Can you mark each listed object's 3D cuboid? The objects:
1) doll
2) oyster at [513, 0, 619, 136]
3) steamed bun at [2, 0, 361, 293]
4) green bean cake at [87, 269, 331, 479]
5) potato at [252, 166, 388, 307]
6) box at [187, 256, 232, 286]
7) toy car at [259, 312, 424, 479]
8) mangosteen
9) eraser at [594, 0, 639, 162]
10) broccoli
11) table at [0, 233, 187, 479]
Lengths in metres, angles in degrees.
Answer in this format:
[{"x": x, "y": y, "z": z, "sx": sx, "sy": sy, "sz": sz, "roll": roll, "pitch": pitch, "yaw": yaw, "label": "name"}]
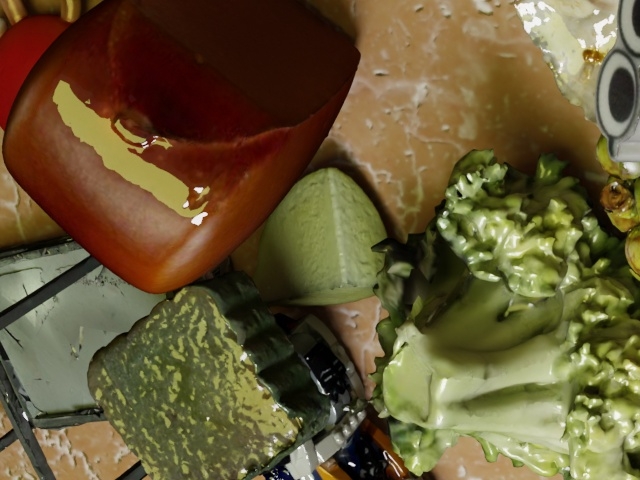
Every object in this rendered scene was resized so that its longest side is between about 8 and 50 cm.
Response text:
[{"x": -0.269, "y": -0.181, "z": 1.931, "sx": 0.183, "sy": 0.085, "sz": 0.217, "roll": -8, "pitch": 92, "yaw": 26, "label": "doll"}, {"x": 0.280, "y": -0.192, "z": 1.665, "sx": 0.232, "sy": 0.107, "sz": 0.161, "roll": -17, "pitch": 111, "yaw": 50, "label": "oyster"}, {"x": -0.134, "y": -0.098, "z": 1.719, "sx": 0.235, "sy": 0.379, "sz": 0.248, "roll": 39, "pitch": 113, "yaw": 0, "label": "steamed bun"}, {"x": -0.099, "y": 0.137, "z": 1.785, "sx": 0.173, "sy": 0.094, "sz": 0.181, "roll": -37, "pitch": 85, "yaw": 27, "label": "green bean cake"}, {"x": 0.000, "y": 0.000, "z": 1.908, "sx": 0.149, "sy": 0.081, "sz": 0.120, "roll": -14, "pitch": 76, "yaw": 47, "label": "potato"}, {"x": -0.150, "y": 0.042, "z": 1.994, "sx": 0.117, "sy": 0.050, "sz": 0.036, "roll": -4, "pitch": 108, "yaw": 27, "label": "box"}, {"x": 0.006, "y": 0.211, "z": 1.916, "sx": 0.118, "sy": 0.193, "sz": 0.301, "roll": -23, "pitch": 100, "yaw": 31, "label": "toy car"}, {"x": 0.319, "y": -0.040, "z": 1.653, "sx": 0.180, "sy": 0.166, "sz": 0.166, "roll": -8, "pitch": 116, "yaw": -15, "label": "mangosteen"}, {"x": 0.373, "y": -0.141, "z": 1.544, "sx": 0.290, "sy": 0.087, "sz": 0.171, "roll": 1, "pitch": 119, "yaw": -19, "label": "eraser"}, {"x": 0.159, "y": 0.114, "z": 1.727, "sx": 0.293, "sy": 0.281, "sz": 0.348, "roll": -48, "pitch": 62, "yaw": 31, "label": "broccoli"}, {"x": -0.318, "y": 0.148, "z": 1.950, "sx": 0.335, "sy": 0.272, "sz": 0.222, "roll": -11, "pitch": 109, "yaw": 44, "label": "table"}]
